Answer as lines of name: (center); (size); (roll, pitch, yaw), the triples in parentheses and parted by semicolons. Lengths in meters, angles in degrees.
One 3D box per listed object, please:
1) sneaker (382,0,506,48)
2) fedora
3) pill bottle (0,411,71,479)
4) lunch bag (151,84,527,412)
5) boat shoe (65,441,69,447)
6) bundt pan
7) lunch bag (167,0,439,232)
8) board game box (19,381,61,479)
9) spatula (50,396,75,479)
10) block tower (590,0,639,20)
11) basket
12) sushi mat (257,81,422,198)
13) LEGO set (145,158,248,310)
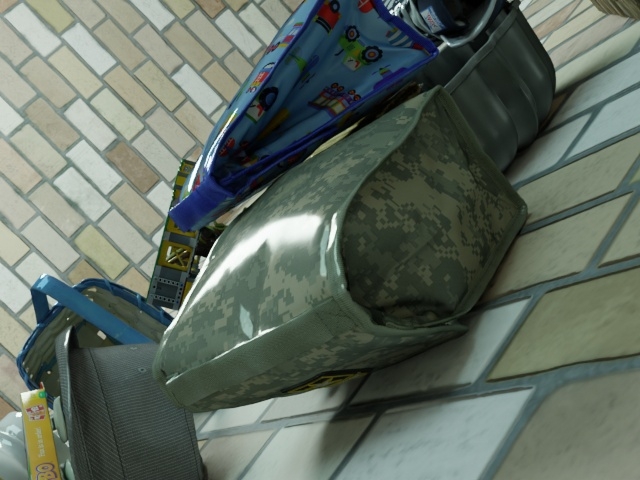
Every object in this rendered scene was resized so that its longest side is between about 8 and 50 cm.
sneaker: (0.110, -0.245, 1.089); (0.282, 0.099, 0.153); (-34, 11, 35)
fedora: (-0.191, 0.200, 0.984); (0.124, 0.244, 0.275); (-14, 20, -14)
pill bottle: (-0.495, 0.406, 1.321); (0.188, 0.188, 0.334); (-33, 14, 51)
lunch bag: (0.012, 0.030, 0.804); (0.235, 0.169, 0.287); (-27, 15, 40)
boat shoe: (-0.471, 0.400, 1.559); (0.096, 0.088, 0.267); (-35, 13, 48)
bundt pan: (0.140, -0.121, 1.105); (0.331, 0.124, 0.331); (-44, 9, 9)
lunch bag: (-0.052, -0.123, 0.999); (0.293, 0.138, 0.221); (-46, 8, -16)
board game box: (-0.288, 0.266, 1.002); (0.039, 0.124, 0.259); (-6, 25, -17)
spatula: (-0.277, 0.259, 1.038); (0.019, 0.168, 0.242); (-13, -8, -21)
block tower: (0.366, -0.321, 1.114); (0.091, 0.097, 0.335); (-42, 11, 14)
basket: (-0.285, 0.161, 1.302); (0.201, 0.254, 0.289); (-56, 3, -23)
sushi mat: (0.012, -0.108, 1.155); (0.151, 0.019, 0.316); (-46, 9, -15)
LEGO set: (-0.127, 0.009, 1.399); (0.331, 0.192, 0.255); (137, 147, -81)
